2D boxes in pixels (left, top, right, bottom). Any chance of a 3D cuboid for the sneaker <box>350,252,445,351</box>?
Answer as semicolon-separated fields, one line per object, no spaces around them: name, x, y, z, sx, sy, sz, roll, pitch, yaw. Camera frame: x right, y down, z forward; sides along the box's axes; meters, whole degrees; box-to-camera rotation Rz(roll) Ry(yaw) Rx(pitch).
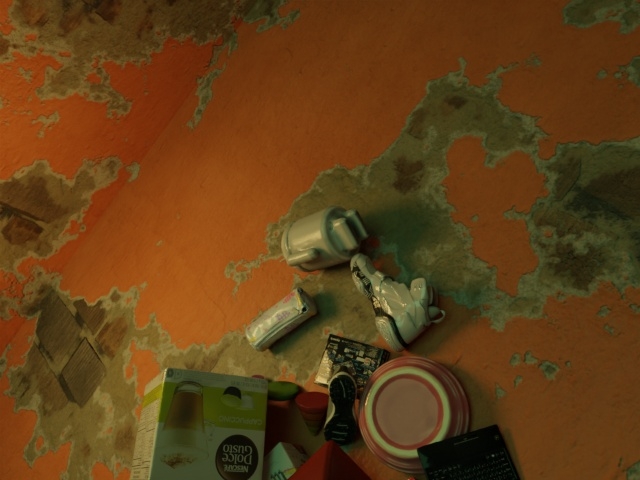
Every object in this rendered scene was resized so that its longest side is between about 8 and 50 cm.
sneaker;0.249;0.159;1.773;0.210;0.137;0.365;-34;56;14

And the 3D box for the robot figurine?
robot figurine;0.000;0.000;1.953;0.353;0.199;0.300;-19;11;42

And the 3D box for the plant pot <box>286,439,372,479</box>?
plant pot;0.018;0.761;1.473;0.267;0.236;0.267;45;97;2

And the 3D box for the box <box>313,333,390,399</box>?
box;0.100;0.415;1.791;0.220;0.051;0.175;8;72;37

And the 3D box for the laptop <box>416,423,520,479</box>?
laptop;0.400;0.611;1.374;0.234;0.136;0.264;-15;61;-5

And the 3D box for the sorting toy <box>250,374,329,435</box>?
sorting toy;-0.117;0.560;1.854;0.366;0.127;0.126;6;100;39

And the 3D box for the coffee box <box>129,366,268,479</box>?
coffee box;-0.388;0.618;1.752;0.338;0.338;0.334;-39;43;54

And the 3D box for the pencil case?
pencil case;-0.140;0.288;1.978;0.273;0.113;0.124;-37;29;14

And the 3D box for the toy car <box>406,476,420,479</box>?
toy car;0.317;0.774;1.458;0.239;0.053;0.225;3;69;36

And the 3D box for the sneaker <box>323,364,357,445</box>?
sneaker;0.068;0.512;1.694;0.100;0.108;0.271;6;107;3

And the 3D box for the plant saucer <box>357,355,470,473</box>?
plant saucer;0.259;0.496;1.588;0.332;0.084;0.332;-9;66;21

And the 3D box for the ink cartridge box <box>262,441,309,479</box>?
ink cartridge box;-0.092;0.742;1.703;0.127;0.128;0.176;-45;51;6
